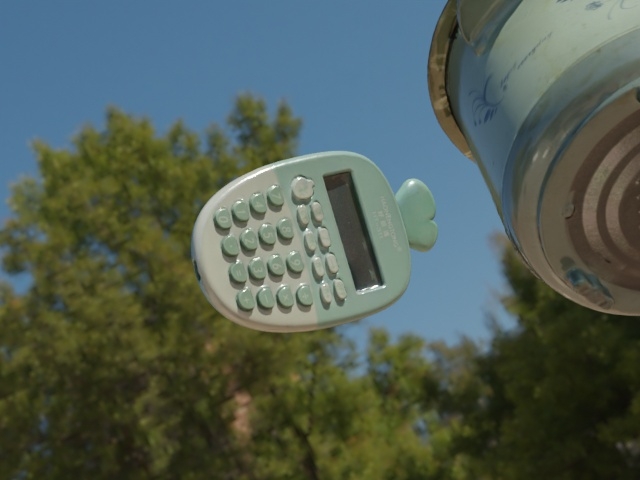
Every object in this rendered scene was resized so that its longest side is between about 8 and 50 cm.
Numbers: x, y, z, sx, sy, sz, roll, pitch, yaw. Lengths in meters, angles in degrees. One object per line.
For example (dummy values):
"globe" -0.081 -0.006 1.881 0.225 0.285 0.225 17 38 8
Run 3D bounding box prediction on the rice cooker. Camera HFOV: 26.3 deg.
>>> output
"rice cooker" 0.230 -0.106 1.031 0.264 0.317 0.316 -48 -23 22

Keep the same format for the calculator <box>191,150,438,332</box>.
"calculator" 0.000 0.000 0.749 0.153 0.095 0.021 -14 -5 -31
